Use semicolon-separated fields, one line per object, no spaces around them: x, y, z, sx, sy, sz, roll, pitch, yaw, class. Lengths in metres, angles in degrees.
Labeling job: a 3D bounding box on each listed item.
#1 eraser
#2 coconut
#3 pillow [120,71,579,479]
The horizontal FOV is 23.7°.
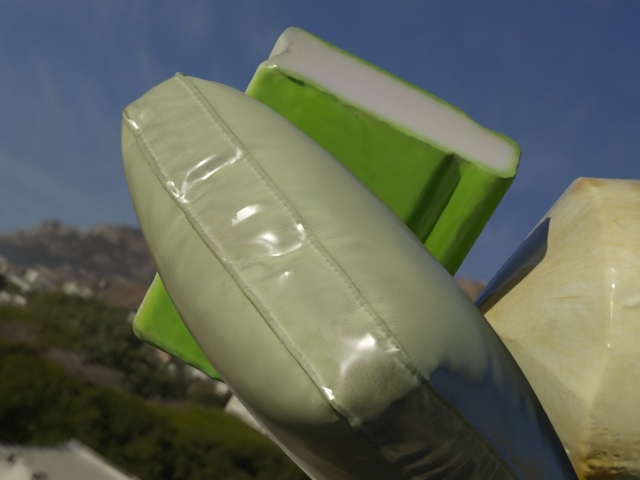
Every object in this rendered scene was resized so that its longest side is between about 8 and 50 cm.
0.000;0.000;1.179;0.210;0.274;0.092;26;30;-1;eraser
0.261;0.096;1.191;0.323;0.323;0.323;30;-13;8;coconut
0.030;0.071;0.780;0.255;0.120;0.322;50;-2;42;pillow
